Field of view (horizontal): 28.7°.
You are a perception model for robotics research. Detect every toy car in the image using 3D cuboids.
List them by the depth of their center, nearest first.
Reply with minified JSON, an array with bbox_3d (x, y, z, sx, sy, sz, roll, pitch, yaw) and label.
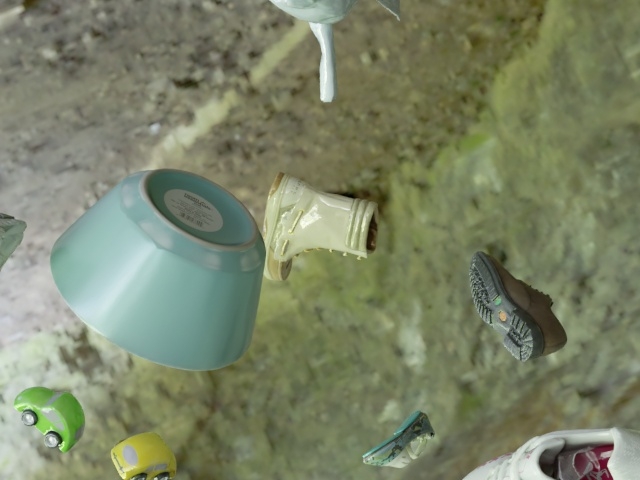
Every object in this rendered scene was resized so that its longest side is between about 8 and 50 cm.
[{"bbox_3d":[-0.291,0.260,1.587,0.053,0.225,0.239,-47,-179,22],"label":"toy car"}]

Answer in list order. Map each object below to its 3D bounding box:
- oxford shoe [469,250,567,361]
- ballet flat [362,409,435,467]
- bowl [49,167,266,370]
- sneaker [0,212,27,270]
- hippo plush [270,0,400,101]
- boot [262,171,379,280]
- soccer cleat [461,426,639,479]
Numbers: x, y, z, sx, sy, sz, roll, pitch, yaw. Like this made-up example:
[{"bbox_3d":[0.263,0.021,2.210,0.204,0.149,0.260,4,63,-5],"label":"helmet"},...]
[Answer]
[{"bbox_3d":[0.303,0.099,1.931,0.096,0.227,0.083,-6,133,-25],"label":"oxford shoe"},{"bbox_3d":[0.144,0.358,2.177,0.070,0.070,0.188,-30,179,41],"label":"ballet flat"},{"bbox_3d":[-0.198,0.017,1.733,0.311,0.311,0.163,-16,144,-56],"label":"bowl"},{"bbox_3d":[-0.462,0.021,1.688,0.090,0.115,0.232,14,-172,-1],"label":"sneaker"},{"bbox_3d":[-0.044,-0.323,1.104,0.234,0.236,0.294,-52,157,-4],"label":"hippo plush"},{"bbox_3d":[0.000,0.000,2.273,0.262,0.203,0.095,98,10,-46],"label":"boot"},{"bbox_3d":[0.243,0.268,1.410,0.143,0.116,0.331,29,142,-34],"label":"soccer cleat"}]
